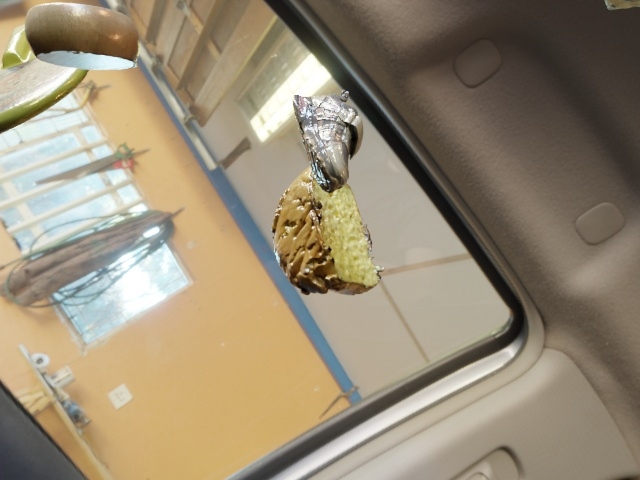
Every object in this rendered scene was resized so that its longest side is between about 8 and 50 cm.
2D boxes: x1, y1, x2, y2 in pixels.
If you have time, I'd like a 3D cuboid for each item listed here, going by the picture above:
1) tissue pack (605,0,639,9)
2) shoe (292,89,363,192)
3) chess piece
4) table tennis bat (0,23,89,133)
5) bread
[{"bbox_3d":[0.418,-0.464,0.563,0.089,0.177,0.263,6,-98,23],"label":"tissue pack"},{"bbox_3d":[0.021,-0.152,0.663,0.089,0.092,0.180,76,-4,-59],"label":"shoe"},{"bbox_3d":[-0.193,-0.165,0.366,0.083,0.083,0.038,15,-71,46],"label":"chess piece"},{"bbox_3d":[-0.433,-0.240,0.635,0.369,0.224,0.054,-116,-175,-46],"label":"table tennis bat"},{"bbox_3d":[-0.003,-0.004,0.838,0.147,0.160,0.261,-35,-123,30],"label":"bread"}]
